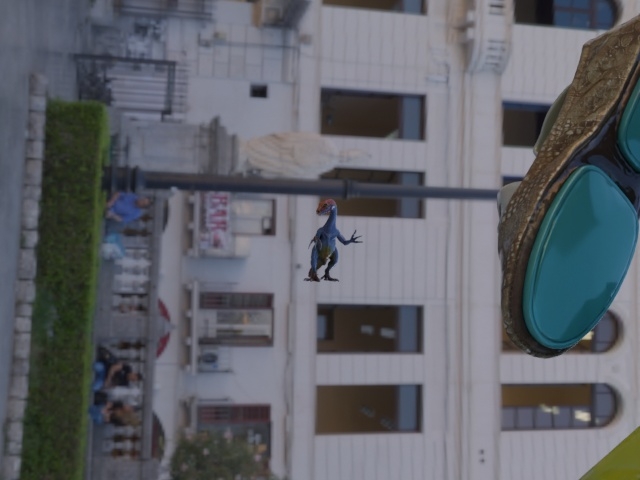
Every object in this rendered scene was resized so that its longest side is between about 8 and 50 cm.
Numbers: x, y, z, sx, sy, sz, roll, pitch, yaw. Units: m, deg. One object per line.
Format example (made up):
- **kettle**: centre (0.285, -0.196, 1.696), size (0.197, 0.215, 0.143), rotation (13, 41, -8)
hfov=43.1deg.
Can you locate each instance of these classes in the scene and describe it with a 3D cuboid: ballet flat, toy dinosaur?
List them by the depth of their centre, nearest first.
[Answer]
- **ballet flat**: centre (0.132, -0.031, 0.414), size (0.067, 0.073, 0.206), rotation (0, -130, 56)
- **toy dinosaur**: centre (0.000, 0.000, 0.802), size (0.090, 0.047, 0.082), rotation (5, -87, 61)

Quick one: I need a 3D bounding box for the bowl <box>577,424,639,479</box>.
- **bowl**: centre (0.228, 0.185, 0.424), size (0.156, 0.289, 0.290), rotation (49, -37, 32)
